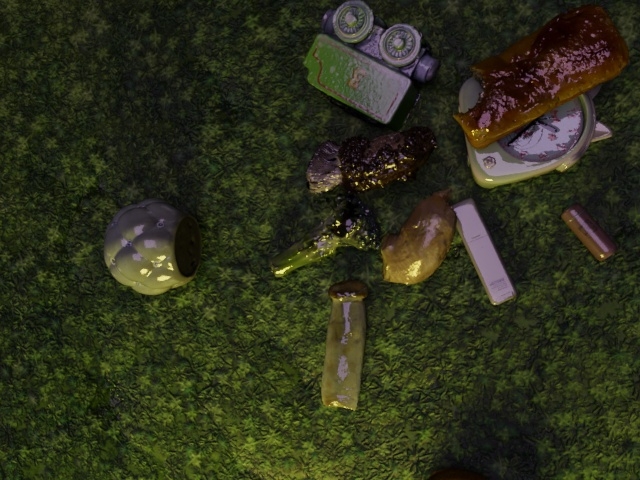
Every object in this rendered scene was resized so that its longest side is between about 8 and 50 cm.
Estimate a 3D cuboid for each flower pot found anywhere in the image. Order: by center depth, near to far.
[{"bbox_3d":[-0.418,0.014,1.617,0.196,0.246,0.245,0,85,13],"label":"flower pot"}]

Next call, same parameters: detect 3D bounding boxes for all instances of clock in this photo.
[{"bbox_3d":[0.494,-0.270,1.502,0.325,0.108,0.264,-8,81,11],"label":"clock"}]

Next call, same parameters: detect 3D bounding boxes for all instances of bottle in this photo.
[{"bbox_3d":[0.613,-0.020,1.478,0.053,0.053,0.140,-39,77,7],"label":"bottle"}]

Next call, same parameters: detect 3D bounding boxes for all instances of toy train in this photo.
[{"bbox_3d":[0.119,-0.425,1.578,0.307,0.173,0.248,32,101,13],"label":"toy train"}]

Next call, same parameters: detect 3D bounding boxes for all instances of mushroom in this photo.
[{"bbox_3d":[0.059,0.250,1.567,0.100,0.081,0.311,4,90,16],"label":"mushroom"}]

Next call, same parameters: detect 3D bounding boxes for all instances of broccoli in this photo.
[{"bbox_3d":[0.003,0.007,1.583,0.304,0.165,0.145,-28,111,22],"label":"broccoli"}]

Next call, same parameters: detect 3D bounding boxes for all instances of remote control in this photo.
[{"bbox_3d":[0.386,0.025,1.540,0.067,0.029,0.260,-25,78,10],"label":"remote control"}]

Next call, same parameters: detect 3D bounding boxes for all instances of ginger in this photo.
[{"bbox_3d":[0.236,-0.002,1.521,0.267,0.138,0.152,-45,73,11],"label":"ginger"}]

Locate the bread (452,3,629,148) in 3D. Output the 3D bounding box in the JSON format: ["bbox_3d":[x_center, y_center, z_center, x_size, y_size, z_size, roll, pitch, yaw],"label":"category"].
[{"bbox_3d":[0.461,-0.360,1.409,0.381,0.109,0.185,-29,79,9],"label":"bread"}]

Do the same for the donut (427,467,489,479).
[{"bbox_3d":[0.313,0.630,1.453,0.227,0.114,0.226,-1,83,11],"label":"donut"}]

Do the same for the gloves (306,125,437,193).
[{"bbox_3d":[0.129,-0.188,1.534,0.313,0.210,0.135,-4,103,32],"label":"gloves"}]
